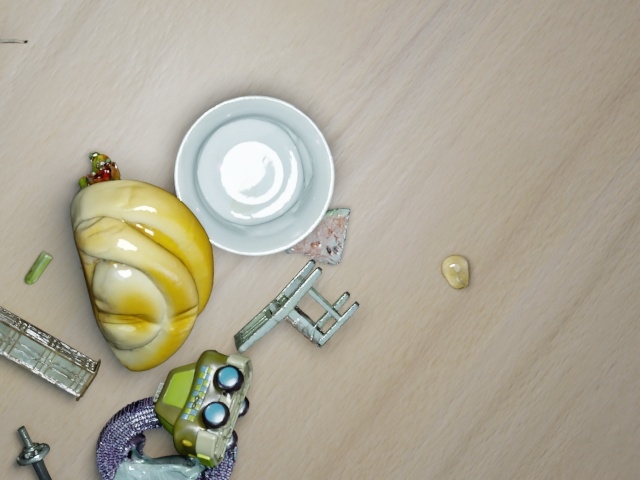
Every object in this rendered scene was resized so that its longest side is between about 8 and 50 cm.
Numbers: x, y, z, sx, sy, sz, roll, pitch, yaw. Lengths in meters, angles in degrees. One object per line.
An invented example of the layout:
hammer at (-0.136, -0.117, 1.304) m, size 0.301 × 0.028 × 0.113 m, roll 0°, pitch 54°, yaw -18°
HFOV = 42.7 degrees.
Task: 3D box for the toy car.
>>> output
toy car at (-0.271, 0.357, 1.826) m, size 0.198 × 0.204 × 0.248 m, roll 15°, pitch 61°, yaw 10°

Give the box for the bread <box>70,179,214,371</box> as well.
bread at (-0.406, 0.071, 1.728) m, size 0.328 × 0.245 × 0.424 m, roll 15°, pitch 137°, yaw 10°

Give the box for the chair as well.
chair at (-0.056, 0.192, 1.921) m, size 0.147 × 0.136 × 0.270 m, roll 44°, pitch 88°, yaw -12°

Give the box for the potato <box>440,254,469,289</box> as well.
potato at (0.334, 0.078, 2.008) m, size 0.068 × 0.062 × 0.083 m, roll -21°, pitch 78°, yaw 23°

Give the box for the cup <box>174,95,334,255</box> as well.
cup at (-0.153, -0.148, 1.836) m, size 0.347 × 0.163 × 0.347 m, roll -2°, pitch 99°, yaw -10°

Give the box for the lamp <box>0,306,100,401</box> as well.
lamp at (-0.660, 0.238, 1.850) m, size 0.325 × 0.089 × 0.090 m, roll 33°, pitch 93°, yaw -14°

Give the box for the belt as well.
belt at (-0.362, 0.501, 1.928) m, size 0.324 × 0.122 × 0.260 m, roll 8°, pitch 92°, yaw -12°

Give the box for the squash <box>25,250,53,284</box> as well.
squash at (-0.641, 0.065, 1.856) m, size 0.027 × 0.027 × 0.083 m, roll 34°, pitch 91°, yaw -13°

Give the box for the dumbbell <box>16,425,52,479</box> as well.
dumbbell at (-0.644, 0.546, 1.906) m, size 0.081 × 0.081 × 0.254 m, roll -22°, pitch 103°, yaw -6°

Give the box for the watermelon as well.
watermelon at (0.000, 0.000, 1.939) m, size 0.187 × 0.071 × 0.139 m, roll -30°, pitch 110°, yaw -12°

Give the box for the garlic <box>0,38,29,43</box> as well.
garlic at (-0.726, -0.346, 1.708) m, size 0.256 × 0.207 × 0.207 m, roll -4°, pitch 100°, yaw -8°

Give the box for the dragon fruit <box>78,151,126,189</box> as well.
dragon fruit at (-0.473, -0.108, 1.819) m, size 0.138 × 0.142 × 0.175 m, roll 8°, pitch 73°, yaw -45°
